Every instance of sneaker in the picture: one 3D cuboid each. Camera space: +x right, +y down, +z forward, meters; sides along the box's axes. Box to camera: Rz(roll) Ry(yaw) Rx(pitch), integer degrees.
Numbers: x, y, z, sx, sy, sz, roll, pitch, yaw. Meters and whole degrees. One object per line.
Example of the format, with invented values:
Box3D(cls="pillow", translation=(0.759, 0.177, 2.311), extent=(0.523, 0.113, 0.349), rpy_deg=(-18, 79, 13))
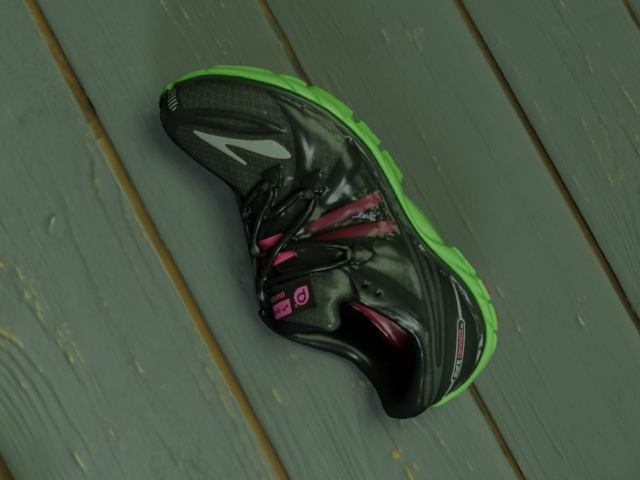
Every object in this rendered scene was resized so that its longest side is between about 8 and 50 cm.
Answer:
Box3D(cls="sneaker", translation=(0.000, 0.000, 1.770), extent=(0.483, 0.185, 0.202), rpy_deg=(45, 51, -5))
